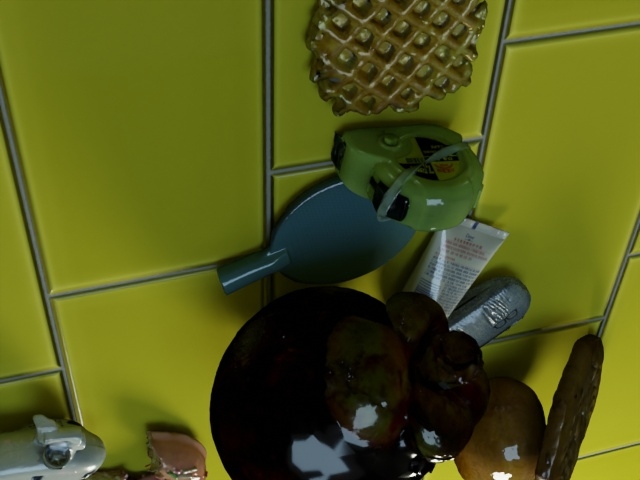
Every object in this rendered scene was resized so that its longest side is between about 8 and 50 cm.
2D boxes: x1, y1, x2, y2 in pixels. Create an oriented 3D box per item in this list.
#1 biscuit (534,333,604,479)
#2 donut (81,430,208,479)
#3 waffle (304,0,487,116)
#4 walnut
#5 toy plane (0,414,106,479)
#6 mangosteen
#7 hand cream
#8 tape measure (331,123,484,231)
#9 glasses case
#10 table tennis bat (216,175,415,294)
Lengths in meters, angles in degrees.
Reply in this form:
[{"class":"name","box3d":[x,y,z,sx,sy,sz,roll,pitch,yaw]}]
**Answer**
[{"class":"biscuit","box3d":[0.472,0.345,1.879,0.046,0.359,0.359,16,141,22]},{"class":"donut","box3d":[-0.302,0.435,1.780,0.233,0.085,0.199,-36,137,15]},{"class":"waffle","box3d":[0.101,-0.265,1.283,0.245,0.052,0.254,-13,137,-9]},{"class":"walnut","box3d":[0.342,0.389,1.923,0.203,0.203,0.297,-14,137,-10]},{"class":"toy plane","box3d":[-0.467,0.338,1.598,0.245,0.117,0.244,-11,152,-6]},{"class":"mangosteen","box3d":[0.041,0.236,1.522,0.421,0.381,0.381,-33,136,5]},{"class":"hand cream","box3d":[0.193,0.066,1.637,0.133,0.083,0.248,19,114,-31]},{"class":"tape measure","box3d":[0.137,-0.088,1.393,0.200,0.175,0.106,-7,138,-23]},{"class":"glasses case","box3d":[0.240,0.157,1.743,0.282,0.067,0.109,-36,133,12]},{"class":"table tennis bat","box3d":[0.000,0.000,1.509,0.329,0.044,0.215,-22,138,-4]}]
